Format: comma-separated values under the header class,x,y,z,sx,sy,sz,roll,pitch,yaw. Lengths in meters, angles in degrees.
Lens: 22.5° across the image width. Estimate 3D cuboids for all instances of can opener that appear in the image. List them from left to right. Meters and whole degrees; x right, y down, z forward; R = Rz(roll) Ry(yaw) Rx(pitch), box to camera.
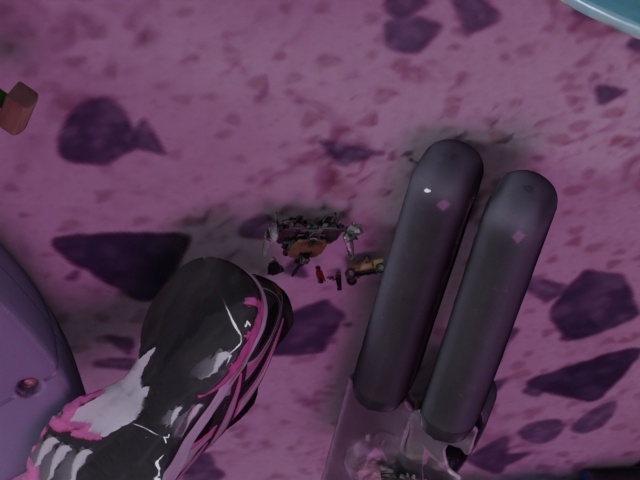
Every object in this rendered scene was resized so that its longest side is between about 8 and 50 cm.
class,x,y,z,sx,sy,sz,roll,pitch,yaw
can opener,0.063,0.053,0.845,0.076,0.095,0.283,23,135,10

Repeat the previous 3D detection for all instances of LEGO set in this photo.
class,x,y,z,sx,sy,sz,roll,pitch,yaw
LEGO set,-0.002,0.001,0.792,0.054,0.023,0.083,-14,157,10

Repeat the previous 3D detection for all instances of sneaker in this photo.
class,x,y,z,sx,sy,sz,roll,pitch,yaw
sneaker,-0.071,0.088,0.797,0.178,0.072,0.077,-48,157,17

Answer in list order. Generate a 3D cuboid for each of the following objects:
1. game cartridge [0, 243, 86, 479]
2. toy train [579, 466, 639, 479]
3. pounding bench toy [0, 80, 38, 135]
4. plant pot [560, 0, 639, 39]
class,x,y,z,sx,sy,sz,roll,pitch,yaw
game cartridge,-0.243,0.044,0.740,0.196,0.060,0.294,-26,141,12
toy train,0.150,0.201,1.048,0.184,0.080,0.105,-1,134,-8
pounding bench toy,-0.160,-0.064,0.635,0.083,0.065,0.052,-19,158,-45
plant pot,0.126,-0.211,0.359,0.195,0.290,0.290,-37,152,-25
